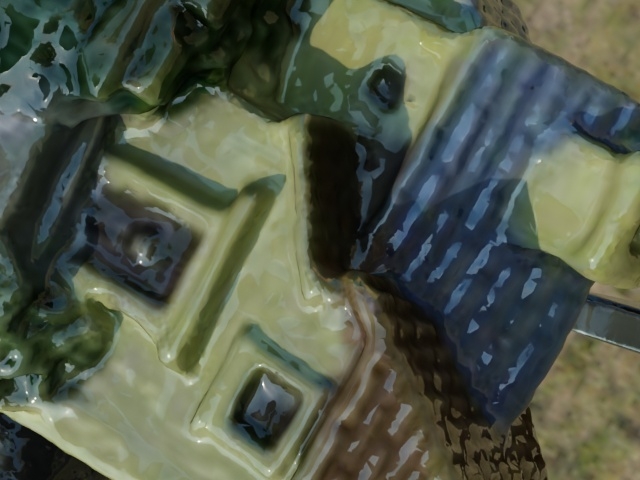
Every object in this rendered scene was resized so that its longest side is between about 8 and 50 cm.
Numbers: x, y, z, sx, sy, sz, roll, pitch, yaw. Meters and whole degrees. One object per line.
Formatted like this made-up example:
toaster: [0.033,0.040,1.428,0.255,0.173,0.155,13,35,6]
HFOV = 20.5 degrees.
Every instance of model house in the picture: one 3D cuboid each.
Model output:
model house: [0.000,0.000,0.803,0.321,0.266,0.261,-63,-24,6]

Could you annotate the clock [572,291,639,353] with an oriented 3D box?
clock: [0.336,0.084,1.201,0.273,0.279,0.049,17,93,32]

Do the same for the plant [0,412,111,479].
plant: [-0.188,0.101,1.273,0.164,0.142,0.256,-55,12,50]
